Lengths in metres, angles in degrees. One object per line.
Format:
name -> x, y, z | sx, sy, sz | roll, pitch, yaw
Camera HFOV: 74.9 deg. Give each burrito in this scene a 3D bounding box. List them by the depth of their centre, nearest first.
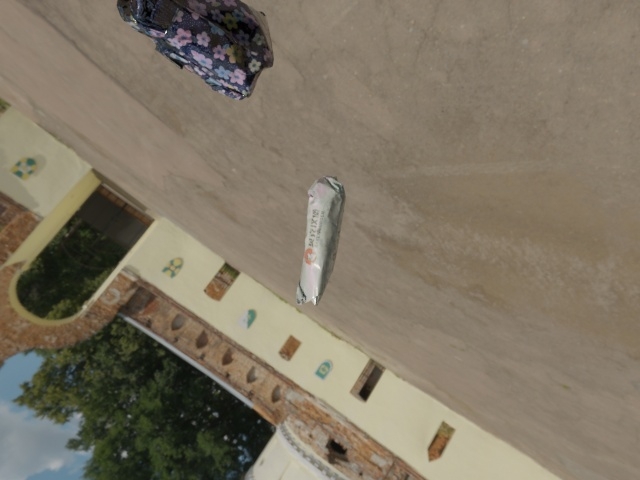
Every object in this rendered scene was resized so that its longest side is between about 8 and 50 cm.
burrito -> 0.000, 0.000, 0.646 | 0.064, 0.202, 0.064 | 9, -172, -1

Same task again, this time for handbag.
handbag -> -0.173, -0.312, 0.597 | 0.208, 0.127, 0.228 | 25, -143, -31
